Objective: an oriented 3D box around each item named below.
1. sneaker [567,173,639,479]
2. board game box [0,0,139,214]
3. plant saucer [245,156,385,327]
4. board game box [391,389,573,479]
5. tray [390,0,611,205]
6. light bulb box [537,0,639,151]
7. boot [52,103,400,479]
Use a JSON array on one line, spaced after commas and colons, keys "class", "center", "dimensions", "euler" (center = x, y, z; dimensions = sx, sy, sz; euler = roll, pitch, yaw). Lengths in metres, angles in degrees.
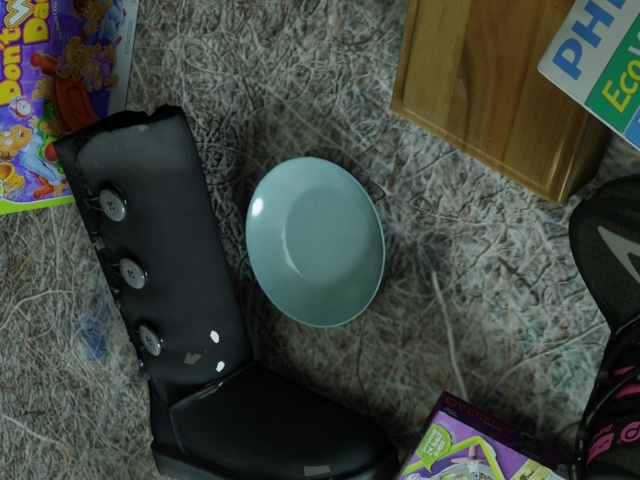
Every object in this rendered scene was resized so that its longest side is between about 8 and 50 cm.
[{"class": "sneaker", "center": [0.292, 0.134, 0.808], "dimensions": [0.185, 0.202, 0.483], "euler": [121, 146, -44]}, {"class": "board game box", "center": [-0.342, -0.212, 1.261], "dimensions": [0.078, 0.233, 0.347], "euler": [24, 113, 31]}, {"class": "plant saucer", "center": [0.000, 0.000, 1.174], "dimensions": [0.195, 0.037, 0.195], "euler": [8, 104, 34]}, {"class": "board game box", "center": [0.143, 0.341, 1.087], "dimensions": [0.208, 0.056, 0.347], "euler": [26, 116, 0]}, {"class": "tray", "center": [0.183, -0.245, 0.878], "dimensions": [0.203, 0.076, 0.411], "euler": [34, 139, 27]}, {"class": "light bulb box", "center": [0.405, -0.161, 0.680], "dimensions": [0.361, 0.225, 0.358], "euler": [48, 124, 34]}, {"class": "boot", "center": [-0.113, 0.063, 1.170], "dimensions": [0.367, 0.146, 0.445], "euler": [-3, 104, 39]}]
